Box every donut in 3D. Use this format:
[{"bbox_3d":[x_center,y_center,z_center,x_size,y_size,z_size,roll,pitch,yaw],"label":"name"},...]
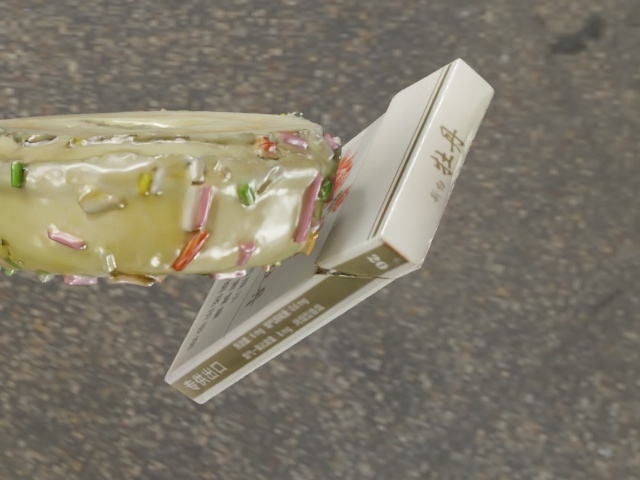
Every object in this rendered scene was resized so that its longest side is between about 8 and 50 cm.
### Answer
[{"bbox_3d":[-0.075,-0.019,0.819,0.174,0.174,0.068,-4,99,-31],"label":"donut"}]

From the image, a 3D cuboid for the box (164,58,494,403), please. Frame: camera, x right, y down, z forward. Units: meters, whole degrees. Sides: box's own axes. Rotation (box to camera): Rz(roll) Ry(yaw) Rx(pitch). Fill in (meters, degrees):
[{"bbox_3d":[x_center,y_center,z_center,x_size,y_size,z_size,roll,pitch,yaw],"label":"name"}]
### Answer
[{"bbox_3d":[0.000,0.000,0.897,0.029,0.198,0.109,36,54,-14],"label":"box"}]
